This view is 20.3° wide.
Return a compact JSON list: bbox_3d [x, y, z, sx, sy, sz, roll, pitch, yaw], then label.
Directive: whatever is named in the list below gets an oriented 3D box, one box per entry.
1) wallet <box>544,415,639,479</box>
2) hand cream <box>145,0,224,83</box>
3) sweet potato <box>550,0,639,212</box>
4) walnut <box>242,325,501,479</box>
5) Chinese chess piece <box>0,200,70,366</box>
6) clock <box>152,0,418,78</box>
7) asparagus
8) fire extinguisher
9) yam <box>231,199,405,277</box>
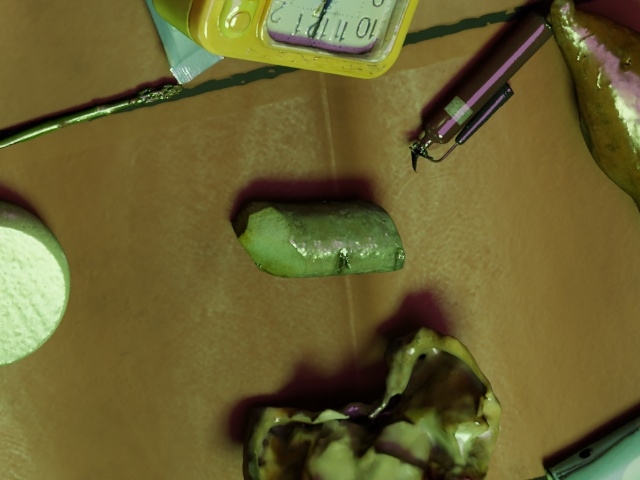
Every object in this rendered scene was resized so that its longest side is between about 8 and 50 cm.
[{"bbox_3d":[0.366,0.237,1.807,0.250,0.075,0.176,-30,116,-6],"label":"wallet"},{"bbox_3d":[-0.129,-0.250,1.384,0.091,0.058,0.271,-37,127,-15],"label":"hand cream"},{"bbox_3d":[0.299,-0.089,1.598,0.112,0.112,0.359,-39,123,0],"label":"sweet potato"},{"bbox_3d":[0.059,0.210,1.606,0.238,0.204,0.141,-27,144,0],"label":"walnut"},{"bbox_3d":[-0.278,0.036,1.463,0.144,0.058,0.144,-8,116,-16],"label":"Chinese chess piece"},{"bbox_3d":[-0.019,-0.210,1.396,0.202,0.096,0.143,3,112,-40],"label":"clock"},{"bbox_3d":[-0.191,-0.102,1.454,0.166,0.013,0.016,-20,79,-13],"label":"asparagus"},{"bbox_3d":[0.139,-0.126,1.564,0.173,0.035,0.049,-46,160,4],"label":"fire extinguisher"},{"bbox_3d":[0.000,0.000,1.546,0.146,0.070,0.069,-2,115,-22],"label":"yam"}]
